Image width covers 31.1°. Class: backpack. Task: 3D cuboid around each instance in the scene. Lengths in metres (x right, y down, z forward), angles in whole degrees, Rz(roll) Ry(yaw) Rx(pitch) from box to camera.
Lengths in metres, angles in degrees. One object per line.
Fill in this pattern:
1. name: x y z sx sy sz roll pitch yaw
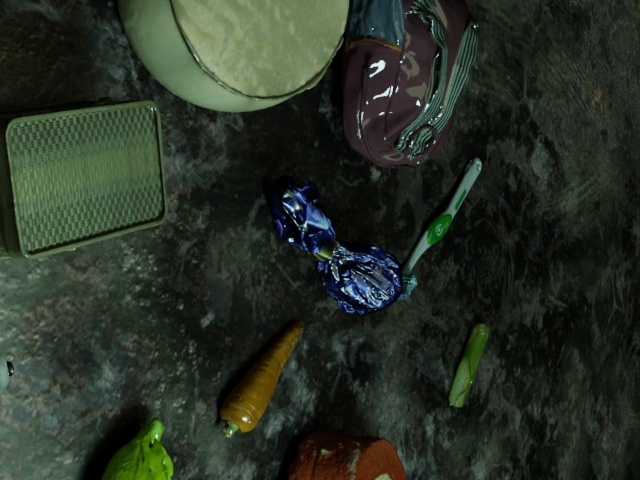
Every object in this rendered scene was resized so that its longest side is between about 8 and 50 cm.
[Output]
1. backpack: 0.141 -0.277 1.919 0.283 0.197 0.317 4 91 -56

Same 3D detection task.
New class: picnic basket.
1. picnic basket: -0.315 -0.079 1.364 0.266 0.139 0.165 -19 108 -52

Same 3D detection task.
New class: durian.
1. durian: -0.253 0.366 1.537 0.139 0.101 0.250 54 41 -89

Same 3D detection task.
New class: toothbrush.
1. toothbrush: 0.225 -0.029 2.204 0.418 0.040 0.042 -56 134 -40

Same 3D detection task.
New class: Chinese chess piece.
1. Chinese chess piece: -0.112 -0.344 1.564 0.338 0.140 0.338 -6 99 -41

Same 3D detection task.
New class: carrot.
1. carrot: -0.081 0.206 1.786 0.257 0.061 0.061 -54 134 -39

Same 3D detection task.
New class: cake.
1. cake: 0.051 0.440 1.921 0.177 0.151 0.283 -57 137 -50

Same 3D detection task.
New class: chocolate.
1. chocolate: 0.000 -0.003 1.836 0.343 0.126 0.148 42 21 -45

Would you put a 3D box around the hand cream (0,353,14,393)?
1. hand cream: -0.434 0.163 1.307 0.186 0.054 0.087 -11 99 -46

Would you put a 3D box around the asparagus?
1. asparagus: 0.299 0.252 2.325 0.041 0.045 0.178 30 66 -16
